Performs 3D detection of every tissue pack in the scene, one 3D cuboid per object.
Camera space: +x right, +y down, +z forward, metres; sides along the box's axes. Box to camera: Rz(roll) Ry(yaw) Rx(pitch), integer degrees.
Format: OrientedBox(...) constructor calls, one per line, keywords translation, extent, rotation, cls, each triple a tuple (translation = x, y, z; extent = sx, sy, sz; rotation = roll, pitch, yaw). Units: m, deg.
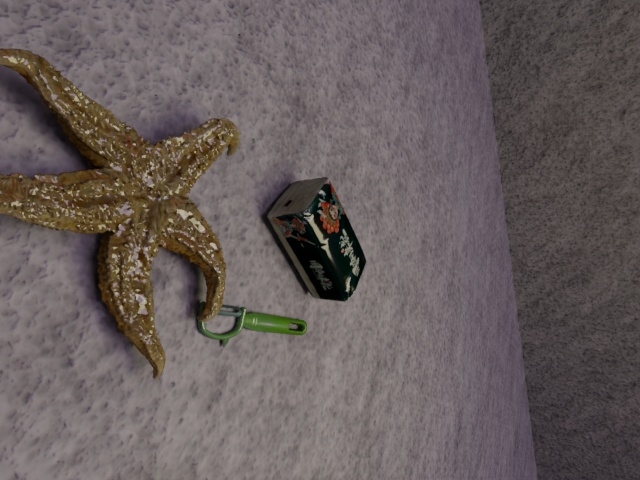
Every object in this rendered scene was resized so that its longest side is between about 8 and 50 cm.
OrientedBox(translation=(0.001, 0.000, 0.653), extent=(0.103, 0.090, 0.170), rotation=(-58, 133, -42), cls="tissue pack")

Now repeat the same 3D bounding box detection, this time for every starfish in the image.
OrientedBox(translation=(-0.191, -0.032, 0.417), extent=(0.302, 0.060, 0.299), rotation=(38, 63, -50), cls="starfish")

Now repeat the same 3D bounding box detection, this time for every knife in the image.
OrientedBox(translation=(-0.085, 0.123, 0.591), extent=(0.212, 0.015, 0.054), rotation=(21, 72, -52), cls="knife")
